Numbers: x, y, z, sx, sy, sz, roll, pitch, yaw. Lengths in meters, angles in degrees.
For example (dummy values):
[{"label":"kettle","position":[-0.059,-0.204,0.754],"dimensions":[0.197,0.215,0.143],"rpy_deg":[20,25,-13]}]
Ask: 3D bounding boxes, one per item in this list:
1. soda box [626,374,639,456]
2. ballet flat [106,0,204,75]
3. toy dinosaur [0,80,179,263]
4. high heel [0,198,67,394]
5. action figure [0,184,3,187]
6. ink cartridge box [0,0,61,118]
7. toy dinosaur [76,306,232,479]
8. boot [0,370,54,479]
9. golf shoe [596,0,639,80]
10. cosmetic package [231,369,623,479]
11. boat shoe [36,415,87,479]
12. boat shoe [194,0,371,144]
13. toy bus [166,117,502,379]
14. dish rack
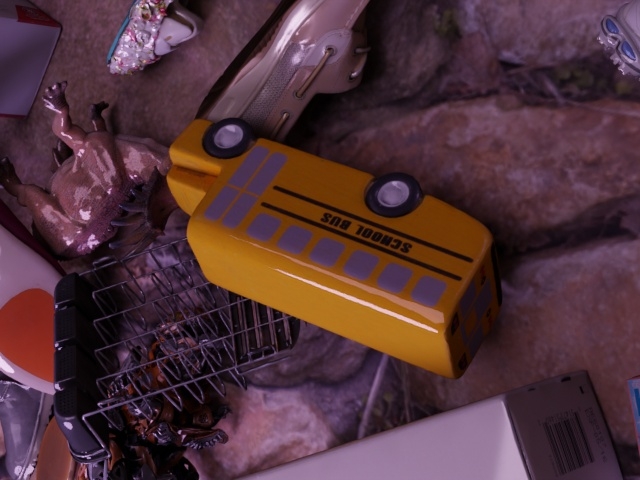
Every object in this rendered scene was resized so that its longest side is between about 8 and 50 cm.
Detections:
[{"label":"soda box","position":[0.297,0.192,1.041],"dimensions":[0.058,0.063,0.183],"rpy_deg":[-12,84,36]},{"label":"ballet flat","position":[-0.144,-0.257,1.339],"dimensions":[0.077,0.091,0.241],"rpy_deg":[33,117,4]},{"label":"toy dinosaur","position":[-0.242,-0.041,1.397],"dimensions":[0.295,0.127,0.200],"rpy_deg":[-39,77,37]},{"label":"high heel","position":[-0.366,0.006,1.444],"dimensions":[0.127,0.181,0.377],"rpy_deg":[-33,109,0]},{"label":"action figure","position":[-0.539,0.039,1.586],"dimensions":[0.341,0.178,0.330],"rpy_deg":[23,95,30]},{"label":"ink cartridge box","position":[-0.417,-0.239,1.508],"dimensions":[0.176,0.128,0.127],"rpy_deg":[38,113,30]},{"label":"toy dinosaur","position":[-0.175,0.234,1.359],"dimensions":[0.218,0.164,0.322],"rpy_deg":[41,125,42]},{"label":"boot","position":[-0.406,0.170,1.485],"dimensions":[0.076,0.208,0.190],"rpy_deg":[-166,89,-80]},{"label":"golf shoe","position":[0.297,-0.129,1.028],"dimensions":[0.086,0.069,0.176],"rpy_deg":[-40,70,24]},{"label":"cosmetic package","position":[0.085,0.215,1.139],"dimensions":[0.309,0.160,0.113],"rpy_deg":[-25,78,35]},{"label":"boat shoe","position":[-0.281,0.284,1.465],"dimensions":[0.073,0.073,0.207],"rpy_deg":[37,118,47]},{"label":"boat shoe","position":[0.000,-0.187,1.231],"dimensions":[0.098,0.109,0.302],"rpy_deg":[36,119,-14]},{"label":"toy bus","position":[0.000,0.000,1.179],"dimensions":[0.332,0.108,0.130],"rpy_deg":[20,62,26]},{"label":"dish rack","position":[-0.139,0.083,1.279],"dimensions":[0.271,0.074,0.208],"rpy_deg":[-19,48,9]}]
